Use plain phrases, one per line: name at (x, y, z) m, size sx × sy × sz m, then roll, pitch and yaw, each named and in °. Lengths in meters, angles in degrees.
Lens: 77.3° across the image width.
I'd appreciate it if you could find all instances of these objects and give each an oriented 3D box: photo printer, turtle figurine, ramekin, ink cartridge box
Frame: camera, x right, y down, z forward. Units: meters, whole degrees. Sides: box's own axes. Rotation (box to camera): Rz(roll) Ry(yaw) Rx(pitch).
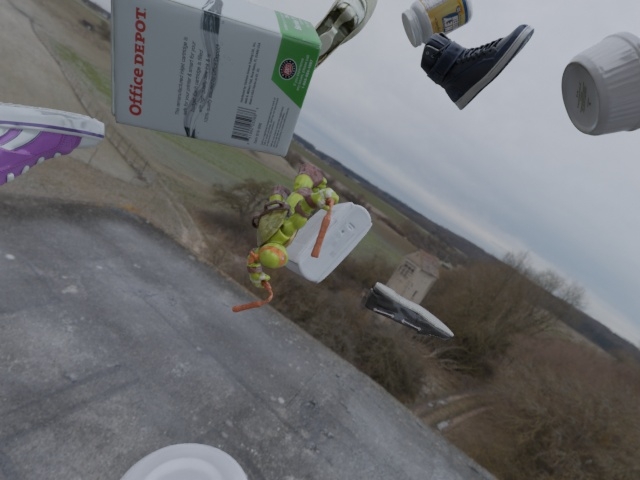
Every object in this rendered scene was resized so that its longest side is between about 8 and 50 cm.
photo printer at (0.000, 0.000, 1.222) m, size 0.107 × 0.256 × 0.307 m, roll 45°, pitch -10°, yaw -13°
turtle figurine at (-0.066, -0.019, 0.621) m, size 0.087 × 0.269 × 0.217 m, roll 30°, pitch 37°, yaw -15°
ramekin at (0.791, -0.420, 1.119) m, size 0.273 × 0.127 × 0.272 m, roll -19°, pitch 90°, yaw -78°
ink cartridge box at (-0.125, -0.201, 0.472) m, size 0.209 × 0.153 × 0.086 m, roll 8°, pitch 43°, yaw -21°

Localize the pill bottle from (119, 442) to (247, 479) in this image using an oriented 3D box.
pill bottle at (-0.137, 0.318, 0.376) m, size 0.121 × 0.215 × 0.121 m, roll 9°, pitch 17°, yaw -3°

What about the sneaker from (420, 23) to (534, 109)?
sneaker at (0.309, -0.396, 0.836) m, size 0.163 × 0.086 × 0.226 m, roll 45°, pitch -26°, yaw -1°

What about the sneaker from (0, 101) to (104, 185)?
sneaker at (-0.411, -0.090, 0.492) m, size 0.102 × 0.160 × 0.282 m, roll 16°, pitch 20°, yaw 34°

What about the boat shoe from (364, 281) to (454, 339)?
boat shoe at (0.307, 0.268, 1.408) m, size 0.335 × 0.095 × 0.112 m, roll 32°, pitch 12°, yaw -6°

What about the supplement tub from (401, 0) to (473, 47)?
supplement tub at (0.390, -0.759, 1.349) m, size 0.144 × 0.200 × 0.144 m, roll 61°, pitch 11°, yaw -20°

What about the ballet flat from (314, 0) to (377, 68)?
ballet flat at (0.039, -0.465, 0.870) m, size 0.086 × 0.248 × 0.086 m, roll 43°, pitch 7°, yaw -7°
